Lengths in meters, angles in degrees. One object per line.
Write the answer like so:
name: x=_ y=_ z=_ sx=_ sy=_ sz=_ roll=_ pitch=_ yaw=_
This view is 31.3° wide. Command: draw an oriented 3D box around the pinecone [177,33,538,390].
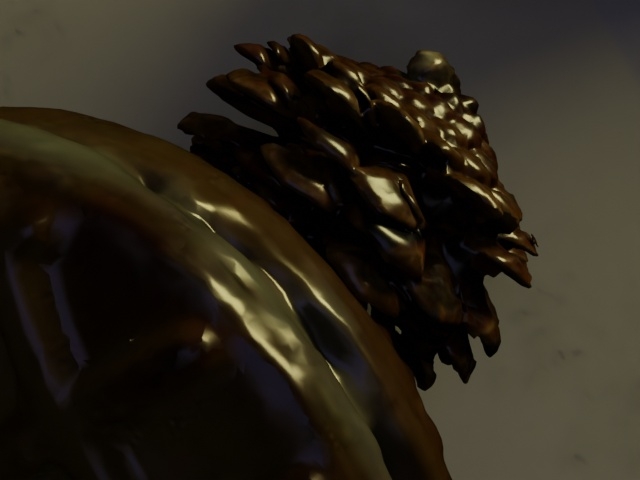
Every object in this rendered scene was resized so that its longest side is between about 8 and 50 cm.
pinecone: x=0.000 y=0.000 z=0.458 sx=0.174 sy=0.173 sz=0.173 roll=1 pitch=82 yaw=-6

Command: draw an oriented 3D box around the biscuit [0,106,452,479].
biscuit: x=-0.109 y=0.115 z=0.394 sx=0.332 sy=0.103 sz=0.332 roll=5 pitch=106 yaw=17
